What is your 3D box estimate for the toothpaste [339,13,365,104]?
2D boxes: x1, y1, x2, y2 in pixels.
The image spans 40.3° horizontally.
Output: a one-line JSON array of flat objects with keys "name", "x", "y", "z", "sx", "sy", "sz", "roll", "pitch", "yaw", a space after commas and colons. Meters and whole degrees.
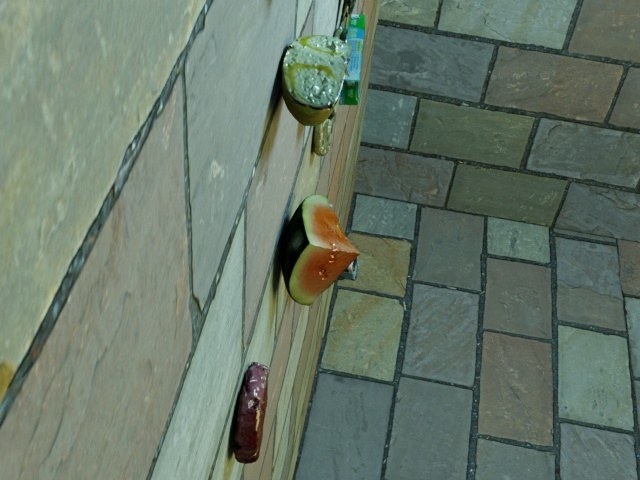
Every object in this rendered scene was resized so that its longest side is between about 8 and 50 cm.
[{"name": "toothpaste", "x": 0.063, "y": -0.382, "z": 1.823, "sx": 0.266, "sy": 0.050, "sz": 0.065, "roll": -83, "pitch": 173, "yaw": -47}]

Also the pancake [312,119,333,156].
[{"name": "pancake", "x": 0.008, "y": -0.242, "z": 1.719, "sx": 0.158, "sy": 0.028, "sz": 0.158, "roll": 8, "pitch": 90, "yaw": -84}]

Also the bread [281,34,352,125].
[{"name": "bread", "x": -0.008, "y": -0.201, "z": 1.108, "sx": 0.094, "sy": 0.083, "sz": 0.157, "roll": 99, "pitch": 5, "yaw": -59}]

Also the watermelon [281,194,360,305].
[{"name": "watermelon", "x": -0.021, "y": -0.001, "z": 1.471, "sx": 0.193, "sy": 0.137, "sz": 0.145, "roll": 95, "pitch": -29, "yaw": -55}]

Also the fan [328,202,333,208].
[{"name": "fan", "x": -0.014, "y": 0.019, "z": 1.708, "sx": 0.244, "sy": 0.074, "sz": 0.130, "roll": 95, "pitch": 5, "yaw": -59}]

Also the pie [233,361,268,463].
[{"name": "pie", "x": -0.100, "y": 0.252, "z": 1.282, "sx": 0.153, "sy": 0.038, "sz": 0.153, "roll": 8, "pitch": 90, "yaw": -88}]

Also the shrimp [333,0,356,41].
[{"name": "shrimp", "x": 0.053, "y": -0.453, "z": 1.647, "sx": 0.262, "sy": 0.051, "sz": 0.198, "roll": -77, "pitch": 177, "yaw": -82}]

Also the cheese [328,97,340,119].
[{"name": "cheese", "x": 0.014, "y": -0.286, "z": 1.479, "sx": 0.251, "sy": 0.054, "sz": 0.127, "roll": -74, "pitch": 172, "yaw": -67}]

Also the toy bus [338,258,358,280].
[{"name": "toy bus", "x": 0.031, "y": 0.053, "z": 2.142, "sx": 0.075, "sy": 0.123, "sz": 0.060, "roll": 87, "pitch": 13, "yaw": -58}]
